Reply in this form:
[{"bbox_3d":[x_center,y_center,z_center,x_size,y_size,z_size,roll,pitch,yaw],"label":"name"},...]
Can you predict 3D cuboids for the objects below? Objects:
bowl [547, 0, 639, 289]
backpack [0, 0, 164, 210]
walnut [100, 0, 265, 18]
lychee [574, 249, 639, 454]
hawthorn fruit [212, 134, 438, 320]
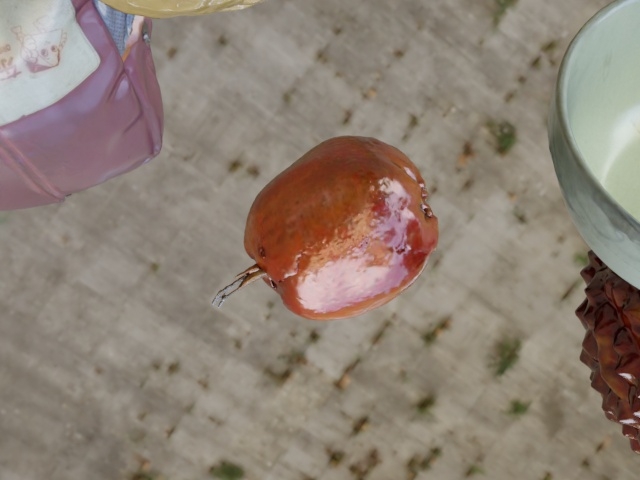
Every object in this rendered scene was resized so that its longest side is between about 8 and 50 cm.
[{"bbox_3d":[0.340,-0.063,0.976,0.163,0.307,0.307,91,23,-60],"label":"bowl"},{"bbox_3d":[-0.265,-0.149,0.972,0.283,0.317,0.197,-14,-117,6],"label":"backpack"},{"bbox_3d":[-0.063,-0.236,0.651,0.225,0.260,0.225,41,-43,54],"label":"walnut"},{"bbox_3d":[0.535,0.111,1.295,0.424,0.499,0.425,-163,-90,-75],"label":"lychee"},{"bbox_3d":[0.000,0.000,1.362,0.299,0.211,0.211,-26,-164,-8],"label":"hawthorn fruit"}]
